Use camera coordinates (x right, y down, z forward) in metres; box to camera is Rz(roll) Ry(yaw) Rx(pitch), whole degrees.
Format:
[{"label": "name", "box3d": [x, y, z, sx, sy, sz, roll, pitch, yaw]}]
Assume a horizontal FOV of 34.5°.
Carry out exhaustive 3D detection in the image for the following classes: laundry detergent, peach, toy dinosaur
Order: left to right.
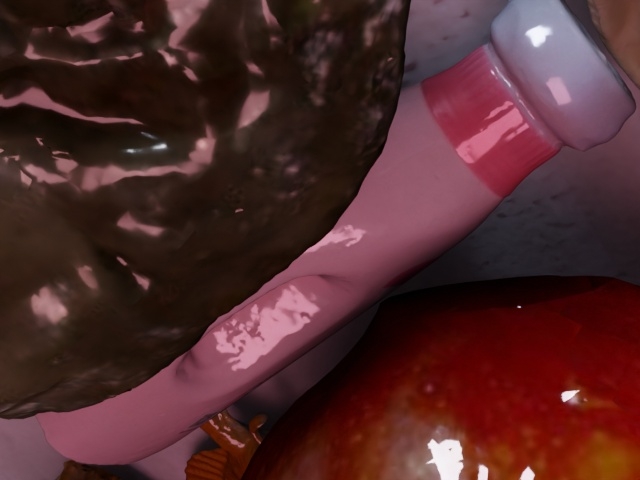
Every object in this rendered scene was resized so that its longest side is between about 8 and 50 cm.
[{"label": "toy dinosaur", "box3d": [-0.042, 0.179, 0.703, 0.142, 0.057, 0.212, 20, 124, 0]}, {"label": "laundry detergent", "box3d": [0.000, 0.000, 0.533, 0.335, 0.159, 0.087, -36, 82, 21]}, {"label": "peach", "box3d": [0.115, 0.193, 0.512, 0.389, 0.388, 0.388, 4, 123, 6]}]

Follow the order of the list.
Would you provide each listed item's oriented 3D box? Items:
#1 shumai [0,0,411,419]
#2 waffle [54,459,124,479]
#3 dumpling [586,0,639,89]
[{"label": "shumai", "box3d": [-0.182, -0.089, 0.347, 0.324, 0.323, 0.397, 50, 117, 16]}, {"label": "waffle", "box3d": [-0.097, 0.313, 0.697, 0.308, 0.212, 0.091, 38, 128, -14]}, {"label": "dumpling", "box3d": [0.268, -0.081, 0.460, 0.318, 0.187, 0.243, 24, 162, 7]}]
